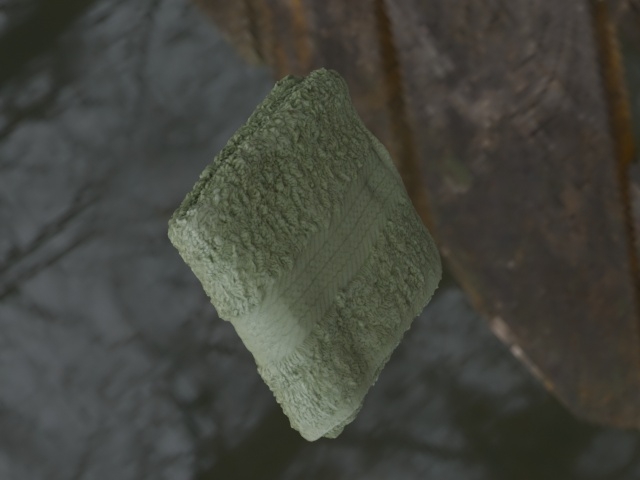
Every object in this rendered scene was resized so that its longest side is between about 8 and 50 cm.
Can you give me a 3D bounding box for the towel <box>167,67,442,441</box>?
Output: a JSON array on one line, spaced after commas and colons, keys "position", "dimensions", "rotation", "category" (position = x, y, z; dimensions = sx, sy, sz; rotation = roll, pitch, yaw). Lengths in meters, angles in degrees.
[{"position": [0.000, 0.000, 0.737], "dimensions": [0.027, 0.148, 0.110], "rotation": [-26, 104, 32], "category": "towel"}]
